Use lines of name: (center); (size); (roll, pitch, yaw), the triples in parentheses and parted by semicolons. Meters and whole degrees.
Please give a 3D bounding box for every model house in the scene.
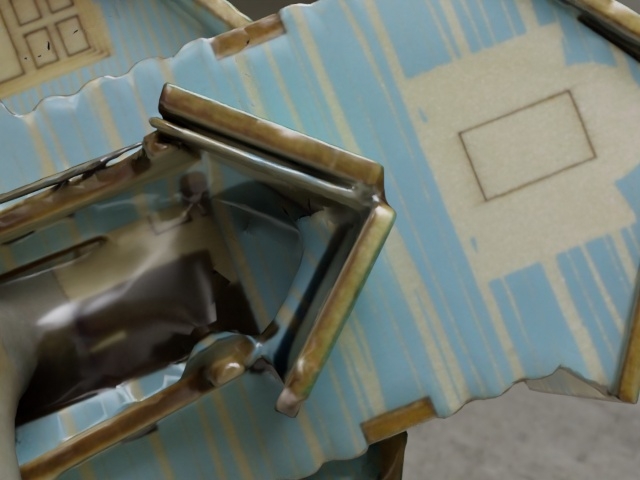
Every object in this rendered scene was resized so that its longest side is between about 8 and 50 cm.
model house: (0.000, 0.000, 0.426); (0.206, 0.271, 0.178); (-21, -6, -5)
